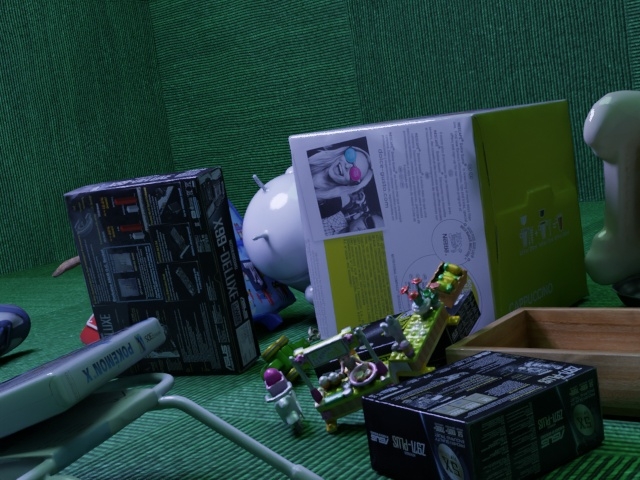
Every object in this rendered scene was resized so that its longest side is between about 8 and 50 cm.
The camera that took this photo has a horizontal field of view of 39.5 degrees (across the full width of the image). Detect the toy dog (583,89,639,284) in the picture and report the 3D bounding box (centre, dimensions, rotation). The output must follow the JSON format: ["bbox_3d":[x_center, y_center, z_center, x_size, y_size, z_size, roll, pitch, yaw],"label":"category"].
[{"bbox_3d":[0.589,-0.020,1.135,0.396,0.284,0.408,-6,21,-22],"label":"toy dog"}]

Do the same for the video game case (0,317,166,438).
[{"bbox_3d":[-0.334,0.171,0.849,0.329,0.036,0.300,-24,1,6],"label":"video game case"}]

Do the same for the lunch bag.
[{"bbox_3d":[-0.180,0.052,1.609,0.138,0.293,0.221,-46,-11,17],"label":"lunch bag"}]

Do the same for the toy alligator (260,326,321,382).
[{"bbox_3d":[-0.046,0.170,1.272,0.051,0.056,0.190,-49,-7,18],"label":"toy alligator"}]

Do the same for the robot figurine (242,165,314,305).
[{"bbox_3d":[0.000,0.000,1.627,0.200,0.299,0.353,-34,-39,27],"label":"robot figurine"}]

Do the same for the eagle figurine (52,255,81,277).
[{"bbox_3d":[-0.352,0.045,1.803,0.227,0.225,0.298,-1,-20,19],"label":"eagle figurine"}]

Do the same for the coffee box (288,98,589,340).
[{"bbox_3d":[0.201,-0.033,1.433,0.335,0.338,0.338,-2,9,38],"label":"coffee box"}]

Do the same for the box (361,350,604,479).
[{"bbox_3d":[0.156,0.172,0.860,0.180,0.077,0.147,-13,8,-36],"label":"box"}]

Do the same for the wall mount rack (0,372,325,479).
[{"bbox_3d":[-0.175,0.213,0.770,0.304,0.130,0.350,-10,6,17],"label":"wall mount rack"}]

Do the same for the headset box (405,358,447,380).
[{"bbox_3d":[0.149,0.162,1.156,0.062,0.032,0.083,-7,8,21],"label":"headset box"}]

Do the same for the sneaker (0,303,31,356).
[{"bbox_3d":[-0.621,0.200,1.580,0.131,0.112,0.319,15,21,29],"label":"sneaker"}]

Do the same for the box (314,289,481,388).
[{"bbox_3d":[0.106,0.130,1.174,0.184,0.045,0.191,-22,2,23],"label":"box"}]

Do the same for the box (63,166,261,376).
[{"bbox_3d":[-0.241,0.056,1.364,0.243,0.307,0.076,-6,13,24],"label":"box"}]

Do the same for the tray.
[{"bbox_3d":[0.369,0.131,0.977,0.411,0.076,0.203,-4,8,38],"label":"tray"}]

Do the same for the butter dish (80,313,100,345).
[{"bbox_3d":[-0.323,0.146,1.573,0.160,0.118,0.159,8,60,57],"label":"butter dish"}]

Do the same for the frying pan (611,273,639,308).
[{"bbox_3d":[0.601,0.067,1.317,0.326,0.053,0.197,-5,9,13],"label":"frying pan"}]

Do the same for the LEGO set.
[{"bbox_3d":[0.060,0.106,1.016,0.287,0.107,0.132,-36,29,-8],"label":"LEGO set"}]
